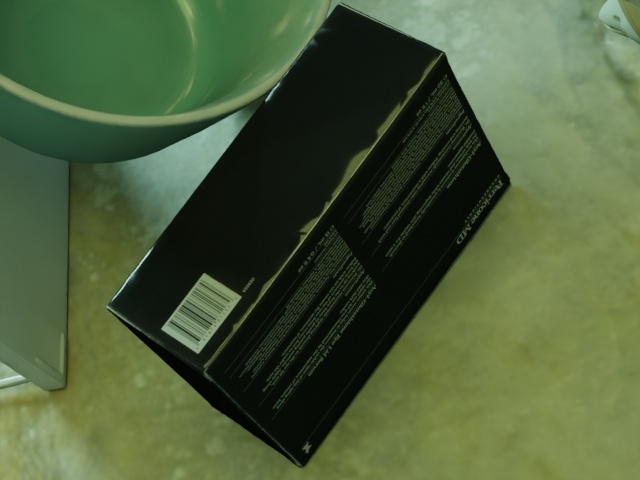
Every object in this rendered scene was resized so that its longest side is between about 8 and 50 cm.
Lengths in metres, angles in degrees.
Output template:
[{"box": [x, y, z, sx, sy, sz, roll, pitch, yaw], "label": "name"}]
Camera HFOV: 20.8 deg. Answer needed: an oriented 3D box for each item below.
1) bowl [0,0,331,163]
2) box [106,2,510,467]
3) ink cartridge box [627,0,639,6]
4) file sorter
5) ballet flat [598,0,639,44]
[{"box": [-0.160, -0.178, 1.245, 0.311, 0.163, 0.311, 8, 61, -15], "label": "bowl"}, {"box": [0.000, 0.000, 1.198, 0.103, 0.184, 0.261, 30, 77, 33], "label": "box"}, {"box": [0.260, -0.241, 1.238, 0.208, 0.045, 0.206, 28, 54, 16], "label": "ink cartridge box"}, {"box": [-0.315, -0.031, 1.338, 0.173, 0.193, 0.278, -14, 60, 18], "label": "file sorter"}, {"box": [0.229, -0.194, 1.288, 0.073, 0.080, 0.232, -43, 49, 30], "label": "ballet flat"}]
